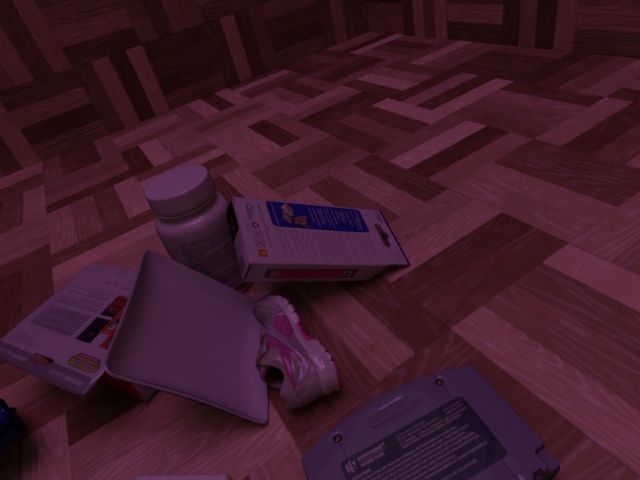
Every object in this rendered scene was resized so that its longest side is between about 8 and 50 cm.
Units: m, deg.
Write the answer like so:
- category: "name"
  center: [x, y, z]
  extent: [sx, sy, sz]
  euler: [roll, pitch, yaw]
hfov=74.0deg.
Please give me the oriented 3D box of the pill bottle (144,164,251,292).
- category: "pill bottle"
  center: [-0.260, -0.010, 0.933]
  extent: [0.160, 0.283, 0.160]
  euler: [-10, 37, 7]

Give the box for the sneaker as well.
- category: "sneaker"
  center: [-0.072, 0.191, 0.755]
  extent: [0.111, 0.103, 0.252]
  euler: [-28, 37, -19]

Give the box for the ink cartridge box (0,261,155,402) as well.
- category: "ink cartridge box"
  center: [-0.438, 0.194, 0.858]
  extent: [0.309, 0.130, 0.272]
  euler: [7, 41, 28]

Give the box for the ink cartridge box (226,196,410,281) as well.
- category: "ink cartridge box"
  center: [0.000, 0.000, 0.898]
  extent: [0.370, 0.069, 0.176]
  euler: [1, 47, -28]

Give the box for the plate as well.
- category: "plate"
  center: [-0.217, 0.169, 0.749]
  extent: [0.045, 0.278, 0.277]
  euler: [-45, 30, 24]

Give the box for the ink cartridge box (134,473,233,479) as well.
- category: "ink cartridge box"
  center: [-0.137, 0.412, 0.403]
  extent: [0.117, 0.207, 0.283]
  euler: [-8, 38, 13]

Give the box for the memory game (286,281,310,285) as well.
- category: "memory game"
  center: [-0.083, 0.037, 0.970]
  extent: [0.186, 0.012, 0.186]
  euler: [14, 36, -10]

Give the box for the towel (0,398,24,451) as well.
- category: "towel"
  center: [-0.631, 0.396, 0.673]
  extent: [0.227, 0.076, 0.308]
  euler: [-23, 19, 52]

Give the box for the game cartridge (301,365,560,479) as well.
- category: "game cartridge"
  center: [0.134, 0.299, 0.582]
  extent: [0.297, 0.062, 0.198]
  euler: [-24, 33, -11]
